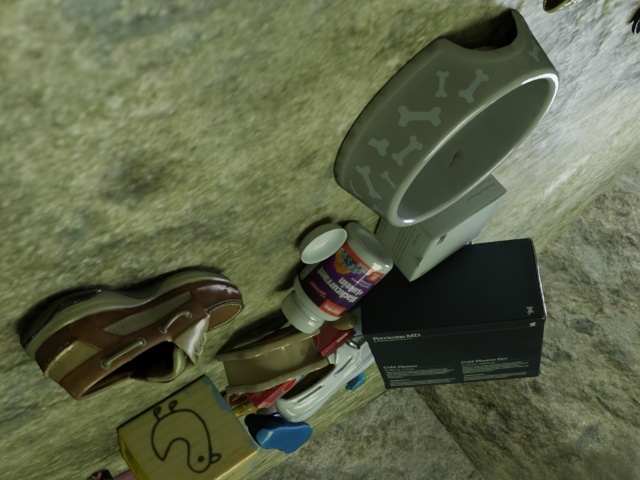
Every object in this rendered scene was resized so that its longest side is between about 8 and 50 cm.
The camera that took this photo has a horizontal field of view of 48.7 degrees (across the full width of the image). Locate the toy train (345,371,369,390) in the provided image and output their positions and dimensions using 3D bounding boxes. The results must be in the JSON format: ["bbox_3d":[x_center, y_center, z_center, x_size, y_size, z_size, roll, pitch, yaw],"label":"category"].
[{"bbox_3d":[0.081,0.333,1.914,0.105,0.143,0.248,-40,162,5],"label":"toy train"}]

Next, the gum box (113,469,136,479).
[{"bbox_3d":[-0.463,0.593,1.549,0.188,0.107,0.062,-17,153,-48],"label":"gum box"}]

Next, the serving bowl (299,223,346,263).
[{"bbox_3d":[0.000,0.000,1.124,0.083,0.027,0.083,-26,153,-14],"label":"serving bowl"}]

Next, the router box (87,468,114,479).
[{"bbox_3d":[-0.446,0.546,1.443,0.092,0.122,0.038,-46,156,20],"label":"router box"}]

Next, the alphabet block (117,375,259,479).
[{"bbox_3d":[-0.260,0.414,1.380,0.197,0.192,0.193,-30,159,-27],"label":"alphabet block"}]

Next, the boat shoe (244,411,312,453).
[{"bbox_3d":[-0.095,0.443,1.695,0.109,0.089,0.258,-48,152,-5],"label":"boat shoe"}]

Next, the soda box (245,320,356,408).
[{"bbox_3d":[-0.055,0.245,1.518,0.263,0.092,0.083,-41,162,6],"label":"soda box"}]

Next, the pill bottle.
[{"bbox_3d":[0.023,0.069,1.215,0.193,0.108,0.108,-46,161,21],"label":"pill bottle"}]

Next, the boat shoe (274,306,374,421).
[{"bbox_3d":[0.024,0.249,1.635,0.367,0.136,0.156,-40,148,-16],"label":"boat shoe"}]

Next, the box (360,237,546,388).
[{"bbox_3d":[0.274,0.161,1.461,0.343,0.179,0.312,-7,149,10],"label":"box"}]

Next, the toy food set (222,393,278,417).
[{"bbox_3d":[-0.166,0.416,1.720,0.306,0.092,0.220,-17,152,-51],"label":"toy food set"}]

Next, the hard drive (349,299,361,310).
[{"bbox_3d":[0.080,0.129,1.613,0.135,0.022,0.094,-21,155,-43],"label":"hard drive"}]

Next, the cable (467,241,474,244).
[{"bbox_3d":[0.264,0.084,1.710,0.257,0.089,0.257,-48,166,6],"label":"cable"}]

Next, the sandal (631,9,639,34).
[{"bbox_3d":[0.636,-0.442,1.271,0.179,0.040,0.067,-48,160,28],"label":"sandal"}]

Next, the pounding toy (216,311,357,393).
[{"bbox_3d":[-0.076,0.184,1.373,0.269,0.155,0.154,-16,-179,-31],"label":"pounding toy"}]

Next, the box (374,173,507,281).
[{"bbox_3d":[0.213,-0.045,1.289,0.182,0.119,0.181,-32,161,-20],"label":"box"}]

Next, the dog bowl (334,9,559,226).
[{"bbox_3d":[0.187,-0.155,1.003,0.349,0.102,0.349,-34,161,-14],"label":"dog bowl"}]

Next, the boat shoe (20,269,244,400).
[{"bbox_3d":[-0.208,0.124,0.880,0.122,0.120,0.324,-48,160,28],"label":"boat shoe"}]

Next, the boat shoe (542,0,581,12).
[{"bbox_3d":[0.335,-0.350,0.890,0.048,0.056,0.153,-34,170,-29],"label":"boat shoe"}]
